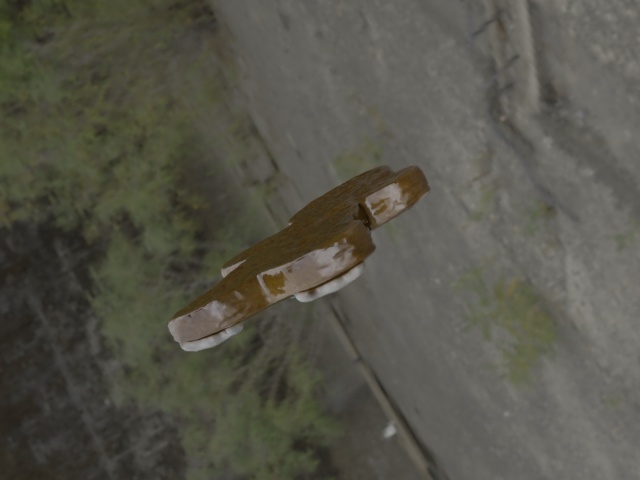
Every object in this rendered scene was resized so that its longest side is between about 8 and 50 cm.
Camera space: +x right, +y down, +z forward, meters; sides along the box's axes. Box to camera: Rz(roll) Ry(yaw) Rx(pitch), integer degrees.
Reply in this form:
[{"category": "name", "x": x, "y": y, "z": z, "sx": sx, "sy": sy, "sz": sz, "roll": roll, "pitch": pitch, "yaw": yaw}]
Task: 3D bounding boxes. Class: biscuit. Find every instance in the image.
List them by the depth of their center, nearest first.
[{"category": "biscuit", "x": 0.000, "y": 0.000, "z": 0.687, "sx": 0.031, "sy": 0.138, "sz": 0.205, "roll": 59, "pitch": -159, "yaw": -9}]
